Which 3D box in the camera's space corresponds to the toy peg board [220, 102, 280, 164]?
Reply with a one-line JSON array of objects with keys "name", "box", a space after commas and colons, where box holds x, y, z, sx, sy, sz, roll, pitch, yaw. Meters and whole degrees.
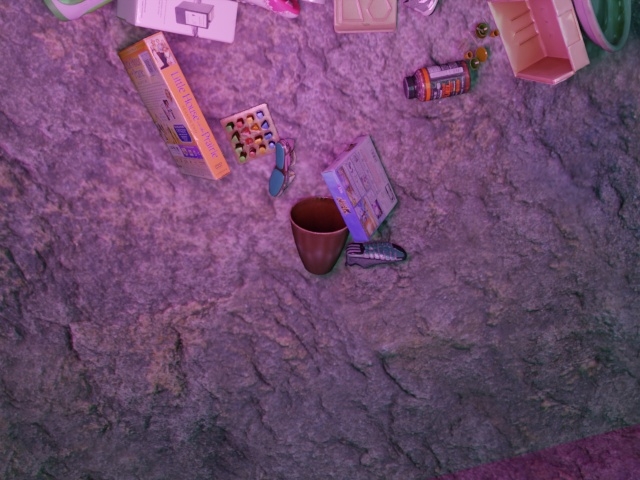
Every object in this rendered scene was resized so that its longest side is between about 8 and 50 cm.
[{"name": "toy peg board", "box": [-0.223, -0.338, 1.733, 0.161, 0.079, 0.161, -19, 115, 5]}]

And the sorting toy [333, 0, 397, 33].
[{"name": "sorting toy", "box": [0.134, -0.736, 1.605, 0.193, 0.038, 0.208, -3, 110, -3]}]

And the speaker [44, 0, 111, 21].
[{"name": "speaker", "box": [-0.625, -0.732, 1.493, 0.297, 0.131, 0.131, -25, 114, 7]}]

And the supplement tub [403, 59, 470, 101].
[{"name": "supplement tub", "box": [0.366, -0.501, 1.692, 0.198, 0.106, 0.106, -12, 115, 1]}]

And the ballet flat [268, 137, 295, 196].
[{"name": "ballet flat", "box": [-0.119, -0.244, 1.785, 0.079, 0.077, 0.221, -22, 139, -36]}]

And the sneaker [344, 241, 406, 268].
[{"name": "sneaker", "box": [0.201, 0.062, 1.966, 0.224, 0.083, 0.098, 5, 135, -2]}]

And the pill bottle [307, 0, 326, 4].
[{"name": "pill bottle", "box": [-0.009, -0.794, 1.518, 0.117, 0.117, 0.214, 7, 114, -8]}]

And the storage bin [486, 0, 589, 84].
[{"name": "storage bin", "box": [0.644, -0.617, 1.577, 0.123, 0.260, 0.262, -29, 113, 5]}]

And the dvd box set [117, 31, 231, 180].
[{"name": "dvd box set", "box": [-0.438, -0.383, 1.583, 0.062, 0.308, 0.420, -35, 116, -23]}]

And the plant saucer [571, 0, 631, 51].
[{"name": "plant saucer", "box": [0.783, -0.736, 1.536, 0.101, 0.400, 0.400, -1, 126, 46]}]

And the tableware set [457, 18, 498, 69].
[{"name": "tableware set", "box": [0.498, -0.610, 1.659, 0.154, 0.024, 0.104, -48, 112, -15]}]

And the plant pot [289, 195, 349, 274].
[{"name": "plant pot", "box": [0.000, 0.000, 1.855, 0.216, 0.215, 0.230, -1, 129, -4]}]

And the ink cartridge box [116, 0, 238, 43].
[{"name": "ink cartridge box", "box": [-0.393, -0.632, 1.463, 0.273, 0.198, 0.114, -3, 116, -35]}]

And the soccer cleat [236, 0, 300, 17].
[{"name": "soccer cleat", "box": [-0.215, -0.740, 1.545, 0.331, 0.116, 0.143, 34, 130, -20]}]

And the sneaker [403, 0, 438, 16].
[{"name": "sneaker", "box": [0.309, -0.791, 1.565, 0.132, 0.086, 0.228, 17, 113, -9]}]

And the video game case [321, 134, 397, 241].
[{"name": "video game case", "box": [0.136, -0.172, 1.758, 0.061, 0.244, 0.269, -6, 121, 39]}]
